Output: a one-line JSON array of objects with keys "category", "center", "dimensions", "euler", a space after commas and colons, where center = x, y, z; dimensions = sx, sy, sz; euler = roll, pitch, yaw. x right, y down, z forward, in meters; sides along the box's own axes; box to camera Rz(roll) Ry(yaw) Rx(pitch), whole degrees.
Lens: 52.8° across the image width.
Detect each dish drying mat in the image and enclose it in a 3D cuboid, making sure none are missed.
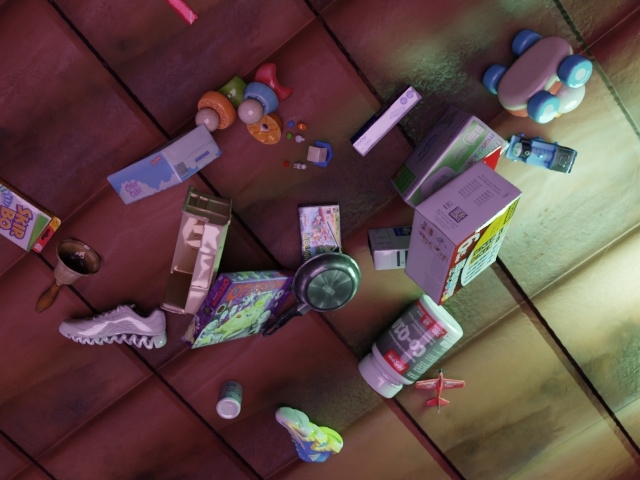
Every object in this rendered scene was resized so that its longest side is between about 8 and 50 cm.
[{"category": "dish drying mat", "center": [-0.345, -0.577, 1.605], "dimensions": [0.032, 0.008, 0.083], "euler": [-42, 105, 12]}]

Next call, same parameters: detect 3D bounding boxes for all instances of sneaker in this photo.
[{"category": "sneaker", "center": [-0.055, 0.606, 1.959], "dimensions": [0.240, 0.091, 0.126], "euler": [33, 105, -13]}, {"category": "sneaker", "center": [-0.580, 0.233, 1.818], "dimensions": [0.292, 0.110, 0.118], "euler": [5, 100, -12]}]

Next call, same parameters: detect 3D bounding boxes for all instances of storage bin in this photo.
[{"category": "storage bin", "center": [-0.320, 0.027, 1.674], "dimensions": [0.123, 0.260, 0.262], "euler": [13, 107, -10]}]

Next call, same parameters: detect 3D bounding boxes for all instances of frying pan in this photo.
[{"category": "frying pan", "center": [-0.039, 0.149, 1.788], "dimensions": [0.326, 0.053, 0.197], "euler": [-24, 123, -2]}]

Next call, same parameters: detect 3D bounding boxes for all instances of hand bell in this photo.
[{"category": "hand bell", "center": [-0.728, 0.120, 1.784], "dimensions": [0.126, 0.126, 0.242], "euler": [40, 115, -13]}]

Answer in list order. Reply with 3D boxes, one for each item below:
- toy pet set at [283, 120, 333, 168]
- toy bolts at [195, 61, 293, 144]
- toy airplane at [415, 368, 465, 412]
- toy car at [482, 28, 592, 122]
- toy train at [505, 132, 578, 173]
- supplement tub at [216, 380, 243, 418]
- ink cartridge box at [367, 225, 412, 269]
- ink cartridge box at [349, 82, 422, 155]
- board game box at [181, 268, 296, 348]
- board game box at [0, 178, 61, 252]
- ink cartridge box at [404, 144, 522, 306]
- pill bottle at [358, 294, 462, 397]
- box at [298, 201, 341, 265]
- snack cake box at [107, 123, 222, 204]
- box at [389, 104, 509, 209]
[{"category": "toy pet set", "center": [-0.029, -0.246, 1.711], "dimensions": [0.114, 0.065, 0.122], "euler": [18, 107, 29]}, {"category": "toy bolts", "center": [-0.174, -0.301, 1.574], "dimensions": [0.229, 0.158, 0.218], "euler": [-18, 123, 46]}, {"category": "toy airplane", "center": [0.363, 0.454, 1.957], "dimensions": [0.151, 0.028, 0.151], "euler": [0, 108, -1]}, {"category": "toy car", "center": [0.581, -0.376, 1.635], "dimensions": [0.238, 0.219, 0.210], "euler": [29, 107, -40]}, {"category": "toy train", "center": [0.578, -0.231, 1.702], "dimensions": [0.184, 0.105, 0.080], "euler": [12, 107, -6]}, {"category": "supplement tub", "center": [-0.266, 0.468, 1.897], "dimensions": [0.071, 0.107, 0.070], "euler": [-1, 109, -2]}, {"category": "ink cartridge box", "center": [0.300, 0.009, 1.738], "dimensions": [0.333, 0.165, 0.065], "euler": [-5, 111, 1]}, {"category": "ink cartridge box", "center": [0.165, -0.312, 1.664], "dimensions": [0.046, 0.097, 0.207], "euler": [42, 102, -14]}, {"category": "board game box", "center": [-0.198, 0.171, 1.696], "dimensions": [0.056, 0.347, 0.208], "euler": [35, 104, 23]}, {"category": "board game box", "center": [-0.844, -0.080, 1.738], "dimensions": [0.259, 0.039, 0.124], "euler": [36, 104, -15]}, {"category": "ink cartridge box", "center": [0.345, -0.029, 1.497], "dimensions": [0.272, 0.309, 0.130], "euler": [-37, 65, -16]}, {"category": "pill bottle", "center": [0.250, 0.305, 1.834], "dimensions": [0.161, 0.161, 0.283], "euler": [40, 102, -13]}, {"category": "box", "center": [0.000, 0.000, 1.792], "dimensions": [0.114, 0.036, 0.206], "euler": [-4, 108, -1]}, {"category": "snack cake box", "center": [-0.387, -0.184, 1.589], "dimensions": [0.264, 0.152, 0.089], "euler": [-13, 115, 45]}, {"category": "box", "center": [0.320, -0.192, 1.640], "dimensions": [0.127, 0.231, 0.262], "euler": [36, 104, -13]}]
